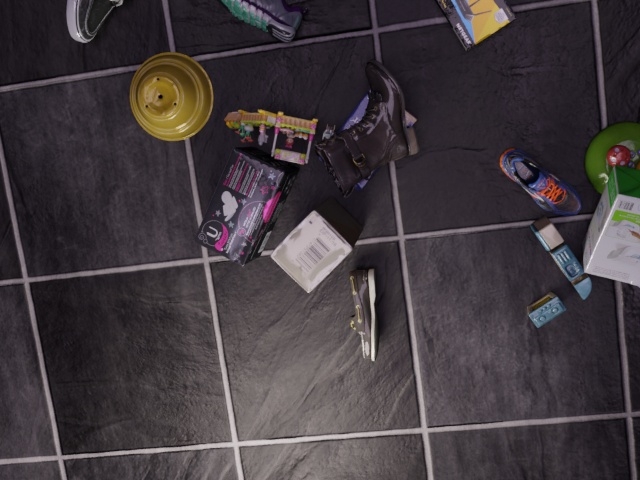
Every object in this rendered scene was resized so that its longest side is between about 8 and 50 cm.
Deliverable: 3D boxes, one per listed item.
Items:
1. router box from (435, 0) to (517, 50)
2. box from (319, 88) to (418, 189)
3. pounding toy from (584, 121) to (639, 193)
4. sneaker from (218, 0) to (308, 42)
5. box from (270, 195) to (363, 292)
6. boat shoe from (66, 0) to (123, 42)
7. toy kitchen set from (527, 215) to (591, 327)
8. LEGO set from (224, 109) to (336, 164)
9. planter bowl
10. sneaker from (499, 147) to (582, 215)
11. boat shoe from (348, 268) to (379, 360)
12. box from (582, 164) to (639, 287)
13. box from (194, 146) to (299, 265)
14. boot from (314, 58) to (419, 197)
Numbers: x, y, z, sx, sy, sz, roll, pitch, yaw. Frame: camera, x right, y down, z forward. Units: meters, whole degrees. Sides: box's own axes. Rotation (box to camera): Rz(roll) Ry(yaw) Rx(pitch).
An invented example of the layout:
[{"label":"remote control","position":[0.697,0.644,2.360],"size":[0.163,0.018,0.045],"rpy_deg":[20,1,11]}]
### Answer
[{"label":"router box","position":[0.344,-0.547,1.814],"size":[0.133,0.046,0.179],"rpy_deg":[-33,94,12]},{"label":"box","position":[0.111,-0.243,1.905],"size":[0.136,0.036,0.225],"rpy_deg":[38,104,0]},{"label":"pounding toy","position":[0.705,-0.149,1.798],"size":[0.182,0.110,0.237],"rpy_deg":[-7,98,9]},{"label":"sneaker","position":[-0.143,-0.562,1.879],"size":[0.223,0.083,0.098],"rpy_deg":[32,79,0]},{"label":"box","position":[0.000,0.000,1.819],"size":[0.121,0.311,0.148],"rpy_deg":[44,103,-1]},{"label":"boat shoe","position":[-0.508,-0.614,1.891],"size":[0.104,0.113,0.306],"rpy_deg":[23,93,18]},{"label":"toy kitchen set","position":[0.521,0.078,1.855],"size":[0.166,0.122,0.207],"rpy_deg":[-35,93,12]},{"label":"LEGO set","position":[-0.110,-0.241,1.865],"size":[0.286,0.132,0.107],"rpy_deg":[10,90,14]},{"label":"planter bowl","position":[-0.377,-0.350,1.928],"size":[0.217,0.090,0.217],"rpy_deg":[1,100,9]},{"label":"sneaker","position":[0.511,-0.128,1.840],"size":[0.221,0.087,0.083],"rpy_deg":[34,103,1]},{"label":"boat shoe","position":[0.107,0.184,1.957],"size":[0.068,0.081,0.228],"rpy_deg":[-2,92,11]},{"label":"box","position":[0.747,-0.016,1.761],"size":[0.261,0.127,0.231],"rpy_deg":[12,130,6]},{"label":"box","position":[-0.176,-0.088,1.906],"size":[0.142,0.163,0.247],"rpy_deg":[27,102,6]},{"label":"boot","position":[0.088,-0.255,1.804],"size":[0.228,0.091,0.263],"rpy_deg":[-25,99,-10]}]
